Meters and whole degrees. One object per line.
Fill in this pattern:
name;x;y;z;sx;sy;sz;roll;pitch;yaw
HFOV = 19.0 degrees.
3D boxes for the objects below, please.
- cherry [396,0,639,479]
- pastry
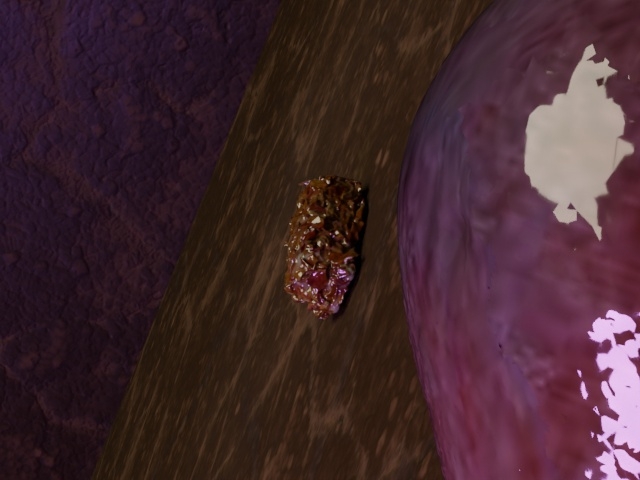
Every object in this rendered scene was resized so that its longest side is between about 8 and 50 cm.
cherry;0.134;0.020;0.625;0.261;0.221;0.307;121;155;-80
pastry;-0.001;0.002;1.783;0.169;0.063;0.087;-83;19;-54
